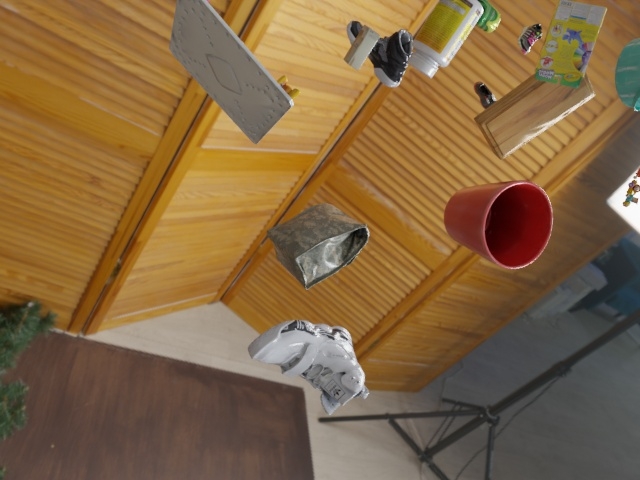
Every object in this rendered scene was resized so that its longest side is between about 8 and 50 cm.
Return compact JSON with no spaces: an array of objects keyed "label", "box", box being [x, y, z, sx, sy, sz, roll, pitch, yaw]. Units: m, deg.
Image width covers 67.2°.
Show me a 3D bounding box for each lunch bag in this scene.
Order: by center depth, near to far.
[{"label":"lunch bag","box":[0.000,0.000,1.651,0.287,0.168,0.235,-30,36,-17]}]

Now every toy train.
[{"label":"toy train","box":[1.149,-0.194,1.744,0.125,0.166,0.046,-38,48,-27]}]

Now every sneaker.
[{"label":"sneaker","box":[-0.012,0.330,1.256,0.366,0.137,0.210,15,37,-48]},{"label":"sneaker","box":[0.204,-0.641,1.556,0.101,0.153,0.268,-26,78,-45]},{"label":"sneaker","box":[0.613,-0.959,1.951,0.124,0.109,0.295,4,45,-37]},{"label":"sneaker","box":[0.856,-0.825,1.957,0.063,0.075,0.170,45,56,-27]},{"label":"sneaker","box":[0.711,-0.606,2.054,0.158,0.061,0.065,45,11,-14]}]

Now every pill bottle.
[{"label":"pill bottle","box":[0.330,-0.557,1.307,0.117,0.215,0.117,30,18,-11]}]

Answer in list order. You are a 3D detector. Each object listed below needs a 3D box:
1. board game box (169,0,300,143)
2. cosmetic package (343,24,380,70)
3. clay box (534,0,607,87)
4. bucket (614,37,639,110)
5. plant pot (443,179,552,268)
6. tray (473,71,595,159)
[{"label":"board game box","box":[-0.254,-0.480,1.357,0.390,0.390,0.050,48,72,-12]},{"label":"cosmetic package","box":[0.118,-0.558,1.395,0.041,0.115,0.060,23,24,-27]},{"label":"clay box","box":[0.691,-0.544,1.350,0.128,0.222,0.053,18,9,12]},{"label":"bucket","box":[1.167,-0.579,1.643,0.281,0.281,0.183,21,0,-28]},{"label":"plant pot","box":[0.543,-0.064,1.533,0.275,0.274,0.243,23,0,-25]},{"label":"tray","box":[0.825,-0.515,1.864,0.203,0.411,0.076,46,15,-32]}]
